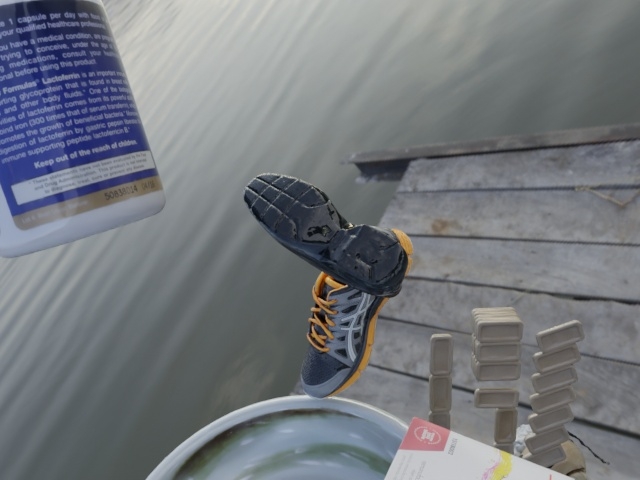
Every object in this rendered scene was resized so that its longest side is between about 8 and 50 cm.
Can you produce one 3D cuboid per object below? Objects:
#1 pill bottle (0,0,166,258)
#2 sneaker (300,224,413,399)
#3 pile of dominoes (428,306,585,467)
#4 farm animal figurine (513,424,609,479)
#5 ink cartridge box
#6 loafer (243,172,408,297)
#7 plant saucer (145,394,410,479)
[{"bbox_3d":[-0.242,-0.130,0.547,0.153,0.265,0.153,-16,8,2],"label":"pill bottle"},{"bbox_3d":[0.022,0.076,0.726,0.084,0.083,0.215,27,95,50],"label":"sneaker"},{"bbox_3d":[0.242,0.210,0.868,0.195,0.251,0.040,-2,23,1],"label":"pile of dominoes"},{"bbox_3d":[0.304,0.425,0.983,0.327,0.172,0.330,-47,8,-16],"label":"farm animal figurine"},{"bbox_3d":[0.156,0.244,0.567,0.115,0.198,0.067,-37,-39,-64],"label":"ink cartridge box"},{"bbox_3d":[0.000,0.000,0.571,0.170,0.061,0.062,36,71,22],"label":"loafer"},{"bbox_3d":[-0.028,0.352,0.653,0.399,0.101,0.401,-9,42,8],"label":"plant saucer"}]
